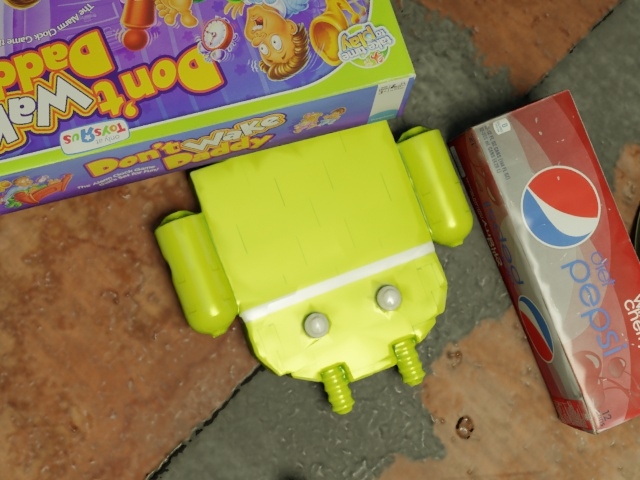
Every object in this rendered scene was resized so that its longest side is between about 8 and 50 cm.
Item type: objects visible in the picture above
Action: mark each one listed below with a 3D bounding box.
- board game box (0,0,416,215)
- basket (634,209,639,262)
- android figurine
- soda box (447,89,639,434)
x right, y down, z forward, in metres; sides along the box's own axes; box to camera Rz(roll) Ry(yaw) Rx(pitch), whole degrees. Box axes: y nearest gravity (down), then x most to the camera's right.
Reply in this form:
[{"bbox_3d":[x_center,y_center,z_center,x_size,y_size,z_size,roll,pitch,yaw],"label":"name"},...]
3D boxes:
[{"bbox_3d":[-0.130,-0.171,0.868,0.347,0.078,0.233,-15,74,-9],"label":"board game box"},{"bbox_3d":[0.402,-0.011,0.936,0.227,0.154,0.204,25,73,-10],"label":"basket"},{"bbox_3d":[0.000,0.000,0.916,0.248,0.056,0.272,-18,86,-10],"label":"android figurine"},{"bbox_3d":[0.200,0.018,0.930,0.092,0.083,0.263,-21,89,-10],"label":"soda box"}]
